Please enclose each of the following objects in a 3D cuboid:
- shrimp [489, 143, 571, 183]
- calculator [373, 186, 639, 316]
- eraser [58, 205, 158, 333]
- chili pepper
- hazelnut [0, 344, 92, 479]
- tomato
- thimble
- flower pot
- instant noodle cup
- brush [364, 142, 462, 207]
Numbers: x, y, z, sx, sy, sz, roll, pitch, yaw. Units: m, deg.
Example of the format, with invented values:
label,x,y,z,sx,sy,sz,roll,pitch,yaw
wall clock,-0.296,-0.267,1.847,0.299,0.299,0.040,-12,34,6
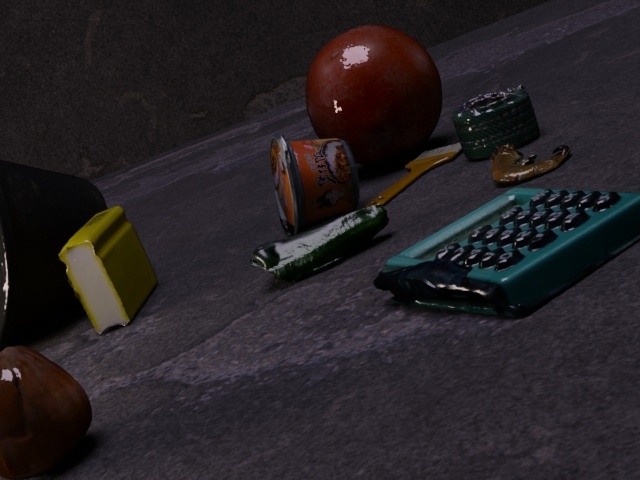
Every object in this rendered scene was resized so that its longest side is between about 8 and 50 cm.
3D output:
label,x,y,z,sx,sy,sz,roll,pitch,yaw
shrimp,0.319,-0.130,1.769,0.124,0.034,0.178,-16,16,15
calculator,0.220,0.006,1.347,0.248,0.058,0.274,-29,16,-23
eraser,-0.350,0.044,1.926,0.069,0.158,0.226,-23,13,11
chili pepper,0.001,0.003,1.717,0.216,0.062,0.108,-21,13,-1
hazelnut,-0.345,0.198,1.346,0.150,0.150,0.150,-22,13,5
tomato,0.099,-0.266,2.185,0.265,0.265,0.265,-22,13,5
thimble,0.296,-0.199,1.954,0.135,0.090,0.118,-16,17,18
flower pot,-0.520,0.003,2.060,0.251,0.379,0.379,-7,2,-35
instant noodle cup,-0.006,-0.101,1.950,0.125,0.178,0.208,-10,-20,-10
brush,0.156,-0.110,2.004,0.103,0.013,0.272,-12,18,41
